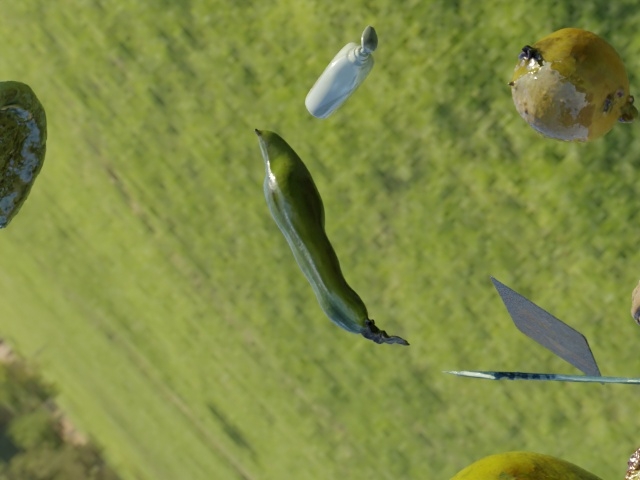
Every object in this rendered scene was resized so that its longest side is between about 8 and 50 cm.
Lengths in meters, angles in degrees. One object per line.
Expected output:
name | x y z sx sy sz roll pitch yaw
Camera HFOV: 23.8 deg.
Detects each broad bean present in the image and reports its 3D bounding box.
broad bean | -0.006 0.004 1.845 0.325 0.075 0.067 64 154 10

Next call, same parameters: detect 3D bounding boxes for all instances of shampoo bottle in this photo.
shampoo bottle | 0.031 -0.194 1.746 0.045 0.077 0.152 40 155 -4

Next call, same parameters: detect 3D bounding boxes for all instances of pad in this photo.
pad | 0.281 0.113 1.865 0.143 0.003 0.211 34 172 26

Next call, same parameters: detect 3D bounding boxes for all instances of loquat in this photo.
loquat | 0.364 -0.217 2.163 0.204 0.172 0.149 23 130 -10

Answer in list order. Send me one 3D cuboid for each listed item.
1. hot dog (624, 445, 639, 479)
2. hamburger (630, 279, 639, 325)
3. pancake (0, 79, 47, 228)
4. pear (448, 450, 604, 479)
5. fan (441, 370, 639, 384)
hot dog | 0.457 0.304 1.953 0.147 0.099 0.065 14 158 40
hamburger | 0.564 0.095 2.002 0.283 0.259 0.144 7 -127 -34
pancake | -0.391 -0.076 1.709 0.037 0.253 0.253 32 166 18
pear | 0.278 0.402 1.973 0.321 0.269 0.269 12 169 -1
fan | 0.226 0.132 1.466 0.240 0.009 0.131 -3 173 43
